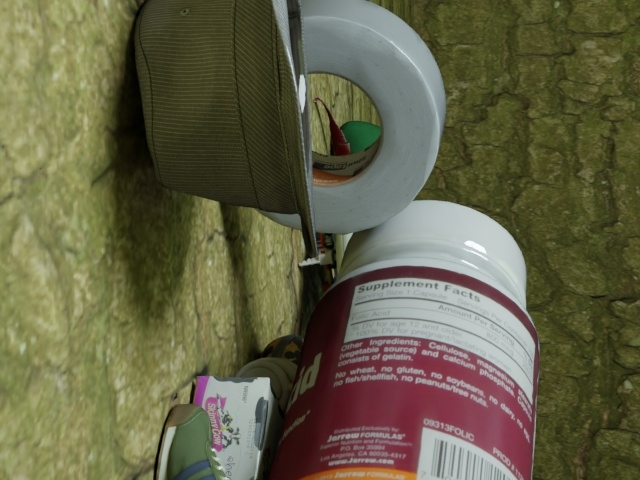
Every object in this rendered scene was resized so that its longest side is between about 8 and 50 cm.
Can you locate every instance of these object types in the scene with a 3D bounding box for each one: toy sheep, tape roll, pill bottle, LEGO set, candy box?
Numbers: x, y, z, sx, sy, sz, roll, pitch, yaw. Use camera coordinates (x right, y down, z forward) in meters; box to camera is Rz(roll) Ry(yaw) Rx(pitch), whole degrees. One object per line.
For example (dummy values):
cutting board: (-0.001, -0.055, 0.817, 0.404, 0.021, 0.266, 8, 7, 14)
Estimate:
toy sheep: (-0.048, 0.158, 1.182, 0.132, 0.091, 0.091, 53, 37, -64)
tape roll: (0.007, -0.117, 1.118, 0.072, 0.219, 0.219, -69, 157, -62)
pill bottle: (0.082, 0.157, 1.067, 0.392, 0.224, 0.224, -75, 162, -47)
LEGO set: (0.000, 0.000, 1.668, 0.244, 0.060, 0.182, 78, 3, -56)
candy box: (-0.069, 0.246, 1.097, 0.233, 0.071, 0.159, 77, 17, -56)

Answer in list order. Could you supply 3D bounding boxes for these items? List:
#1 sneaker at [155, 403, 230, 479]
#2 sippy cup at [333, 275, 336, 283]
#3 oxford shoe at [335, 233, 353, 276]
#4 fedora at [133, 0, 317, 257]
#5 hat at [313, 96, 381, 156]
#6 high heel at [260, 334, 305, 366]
sneaker: (-0.088, 0.216, 0.934, 0.064, 0.086, 0.192, 80, 14, -46)
sippy cup: (0.128, 0.134, 1.814, 0.305, 0.224, 0.240, -16, 106, -80)
oxford shoe: (0.089, 0.075, 1.518, 0.449, 0.130, 0.169, -95, 172, -62)
fedora: (-0.073, -0.116, 0.918, 0.243, 0.124, 0.275, 82, 4, -49)
hat: (0.026, -0.158, 1.825, 0.208, 0.184, 0.173, -42, -159, 42)
high heel: (-0.030, 0.234, 1.342, 0.186, 0.093, 0.261, 0, 92, -70)
